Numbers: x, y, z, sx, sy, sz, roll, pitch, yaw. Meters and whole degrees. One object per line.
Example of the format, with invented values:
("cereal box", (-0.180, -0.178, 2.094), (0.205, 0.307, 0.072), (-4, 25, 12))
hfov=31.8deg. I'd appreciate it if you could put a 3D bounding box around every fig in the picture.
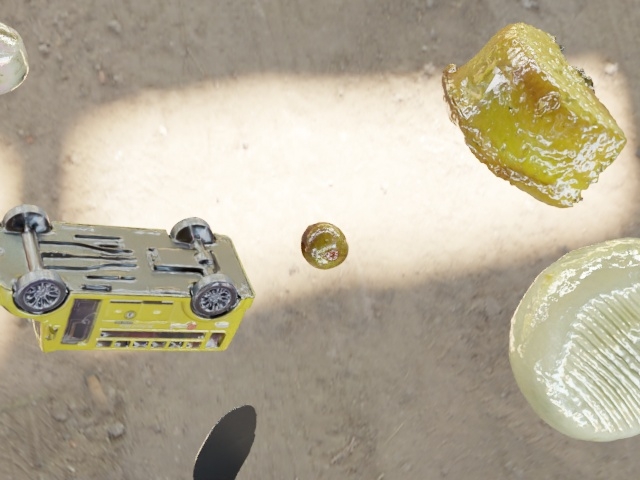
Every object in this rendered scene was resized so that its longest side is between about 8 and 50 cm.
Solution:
("fig", (0.000, 0.000, 1.167), (0.050, 0.083, 0.050), (-5, 111, -13))

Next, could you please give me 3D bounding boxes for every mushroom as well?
("mushroom", (-0.317, -0.175, 1.060), (0.084, 0.083, 0.067), (-2, 52, -4))

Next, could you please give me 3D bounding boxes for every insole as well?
("insole", (-0.093, 0.208, 0.981), (0.064, 0.188, 0.004), (-13, 47, -39))

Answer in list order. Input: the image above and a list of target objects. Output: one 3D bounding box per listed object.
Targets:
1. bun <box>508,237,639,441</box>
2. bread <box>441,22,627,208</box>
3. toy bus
("bun", (0.279, 0.094, 1.127), (0.222, 0.127, 0.222), (-7, 106, -26))
("bread", (0.245, -0.168, 1.398), (0.147, 0.160, 0.260), (24, 34, -39))
("toy bus", (-0.262, 0.061, 1.421), (0.331, 0.151, 0.145), (3, 39, -28))
